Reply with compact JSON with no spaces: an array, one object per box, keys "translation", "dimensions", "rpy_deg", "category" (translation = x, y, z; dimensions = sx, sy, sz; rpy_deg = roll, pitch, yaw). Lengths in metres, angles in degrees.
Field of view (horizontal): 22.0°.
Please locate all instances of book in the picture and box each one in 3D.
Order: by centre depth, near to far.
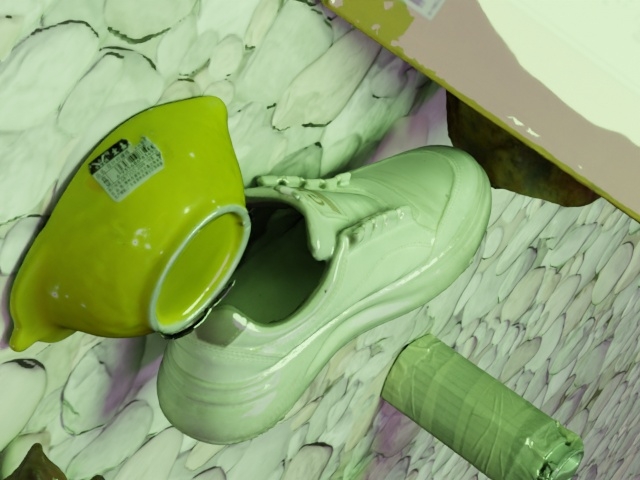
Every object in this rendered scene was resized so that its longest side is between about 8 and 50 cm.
[{"translation":[0.215,-0.181,1.171],"dimensions":[0.389,0.032,0.269],"rpy_deg":[32,93,-28],"category":"book"}]

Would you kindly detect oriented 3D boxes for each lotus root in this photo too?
[{"translation":[0.202,-0.148,1.264],"dimensions":[0.188,0.199,0.180],"rpy_deg":[-59,161,-31],"category":"lotus root"}]

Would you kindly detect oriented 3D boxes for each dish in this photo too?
[{"translation":[-0.103,0.005,1.033],"dimensions":[0.208,0.080,0.149],"rpy_deg":[-53,156,-9],"category":"dish"}]

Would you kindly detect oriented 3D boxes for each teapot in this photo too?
[{"translation":[0.169,0.175,1.630],"dimensions":[0.107,0.200,0.077],"rpy_deg":[-18,137,-53],"category":"teapot"}]

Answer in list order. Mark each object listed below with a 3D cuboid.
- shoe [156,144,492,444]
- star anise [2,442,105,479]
[{"translation":[0.000,0.000,1.182],"dimensions":[0.316,0.124,0.159],"rpy_deg":[-44,148,-25],"category":"shoe"},{"translation":[-0.218,0.245,1.111],"dimensions":[0.220,0.099,0.214],"rpy_deg":[-57,167,4],"category":"star anise"}]
